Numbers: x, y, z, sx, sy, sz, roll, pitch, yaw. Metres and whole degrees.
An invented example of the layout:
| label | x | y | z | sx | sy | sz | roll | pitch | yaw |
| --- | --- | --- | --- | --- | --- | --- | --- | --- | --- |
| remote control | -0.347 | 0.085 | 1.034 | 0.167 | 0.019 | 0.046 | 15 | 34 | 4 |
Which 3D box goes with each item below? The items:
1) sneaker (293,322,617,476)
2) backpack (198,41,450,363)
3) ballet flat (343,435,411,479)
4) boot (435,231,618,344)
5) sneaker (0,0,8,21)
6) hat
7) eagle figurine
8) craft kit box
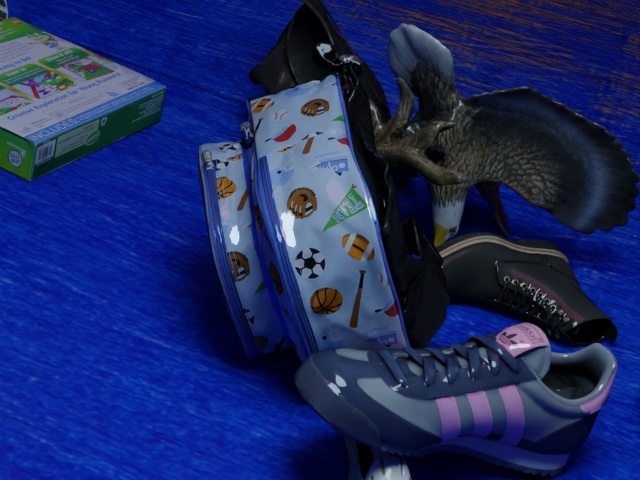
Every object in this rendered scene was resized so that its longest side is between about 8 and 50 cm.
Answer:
| label | x | y | z | sx | sy | sz | roll | pitch | yaw |
| --- | --- | --- | --- | --- | --- | --- | --- | --- | --- |
| sneaker | 0.124 | 0.116 | 1.278 | 0.319 | 0.131 | 0.112 | 12 | 30 | -38 |
| backpack | 0.000 | 0.000 | 1.382 | 0.213 | 0.276 | 0.263 | -24 | 33 | 0 |
| ballet flat | 0.050 | 0.194 | 1.265 | 0.057 | 0.052 | 0.168 | 4 | 31 | -16 |
| boot | 0.210 | 0.059 | 1.554 | 0.198 | 0.077 | 0.137 | -5 | 40 | -28 |
| sneaker | -0.535 | -0.335 | 1.895 | 0.279 | 0.107 | 0.118 | 13 | 20 | -6 |
| hat | -0.007 | -0.186 | 1.792 | 0.134 | 0.331 | 0.331 | -31 | 33 | 8 |
| eagle figurine | 0.171 | -0.091 | 1.613 | 0.298 | 0.225 | 0.226 | 0 | 49 | -38 |
| craft kit box | -0.354 | -0.175 | 1.737 | 0.246 | 0.061 | 0.250 | 29 | 32 | 20 |
